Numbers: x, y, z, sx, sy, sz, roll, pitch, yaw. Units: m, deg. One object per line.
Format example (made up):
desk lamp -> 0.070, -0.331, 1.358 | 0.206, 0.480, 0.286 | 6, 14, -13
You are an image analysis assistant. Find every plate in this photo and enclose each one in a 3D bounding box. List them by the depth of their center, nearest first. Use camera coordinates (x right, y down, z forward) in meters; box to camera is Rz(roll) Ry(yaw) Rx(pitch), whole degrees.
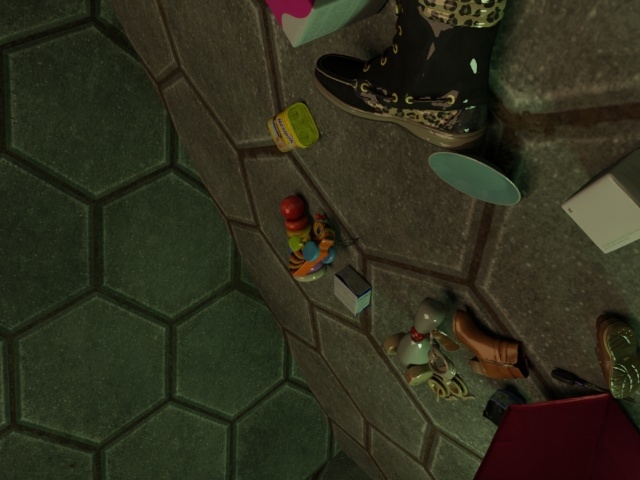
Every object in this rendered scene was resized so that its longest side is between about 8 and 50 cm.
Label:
plate -> 0.296, -0.125, 0.879 | 0.188, 0.024, 0.188 | 30, 176, 2

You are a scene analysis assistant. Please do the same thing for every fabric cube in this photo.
fabric cube -> 0.526, 0.512, 0.949 | 0.258, 0.259, 0.254 | 54, 139, 0

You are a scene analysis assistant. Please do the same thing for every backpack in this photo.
backpack -> 0.499, 0.451, 1.221 | 0.105, 0.084, 0.114 | 38, 154, 39

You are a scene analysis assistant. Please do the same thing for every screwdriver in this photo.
screwdriver -> 0.579, 0.314, 0.978 | 0.170, 0.024, 0.025 | 15, 163, 49

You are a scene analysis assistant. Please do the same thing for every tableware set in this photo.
tableware set -> 0.407, 0.480, 1.498 | 0.128, 0.039, 0.194 | 53, 157, 9

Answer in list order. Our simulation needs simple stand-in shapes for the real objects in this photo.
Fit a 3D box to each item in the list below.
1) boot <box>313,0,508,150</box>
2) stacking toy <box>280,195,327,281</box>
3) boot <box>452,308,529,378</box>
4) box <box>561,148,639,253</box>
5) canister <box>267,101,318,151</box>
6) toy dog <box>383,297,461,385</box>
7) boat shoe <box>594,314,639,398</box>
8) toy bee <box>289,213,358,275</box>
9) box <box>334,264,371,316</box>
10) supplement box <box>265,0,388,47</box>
boot -> 0.143, -0.346, 0.813 | 0.377, 0.138, 0.284 | 34, 149, 27
stacking toy -> -0.076, -0.016, 1.726 | 0.141, 0.141, 0.330 | 23, 133, 53
boot -> 0.428, 0.258, 1.151 | 0.152, 0.073, 0.197 | -15, 105, 58
box -> 0.443, -0.056, 0.675 | 0.102, 0.087, 0.101 | 53, 157, 11
canister -> -0.087, -0.337, 1.388 | 0.170, 0.073, 0.126 | 7, 126, 63
toy dog -> 0.314, 0.282, 1.317 | 0.220, 0.161, 0.334 | 67, 156, 15
boat shoe -> 0.553, 0.215, 0.856 | 0.060, 0.064, 0.178 | -98, -12, -68
toy bee -> 0.000, 0.000, 1.583 | 0.195, 0.298, 0.162 | 31, -139, -58
box -> 0.114, 0.181, 1.652 | 0.126, 0.072, 0.137 | 44, 154, 29
supplement box -> 0.025, -0.456, 0.822 | 0.111, 0.220, 0.114 | 58, 157, -3
